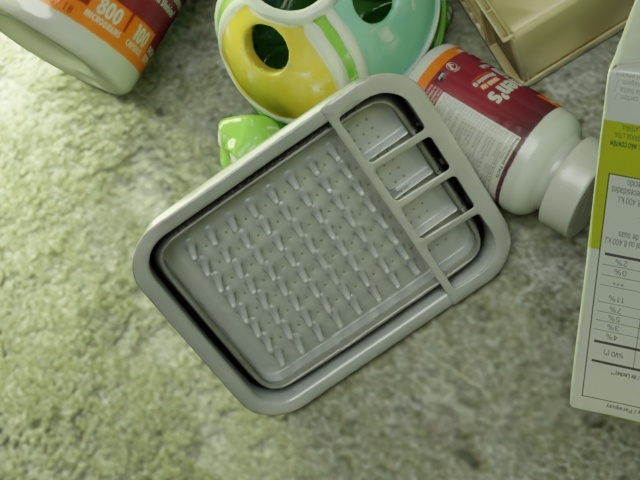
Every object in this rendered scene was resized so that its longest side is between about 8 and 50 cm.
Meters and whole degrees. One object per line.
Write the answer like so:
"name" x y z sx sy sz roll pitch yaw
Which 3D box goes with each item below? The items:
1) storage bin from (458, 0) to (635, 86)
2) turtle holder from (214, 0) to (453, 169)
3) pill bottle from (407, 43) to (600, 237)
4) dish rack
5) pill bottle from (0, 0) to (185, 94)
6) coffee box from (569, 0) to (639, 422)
"storage bin" 0.253 -0.348 1.480 0.262 0.123 0.260 -31 68 5
"turtle holder" -0.018 -0.226 1.460 0.320 0.227 0.243 -40 69 1
"pill bottle" 0.190 -0.102 1.424 0.221 0.121 0.121 34 85 21
"dish rack" 0.000 0.000 1.394 0.333 0.285 0.072 -35 34 3
"pill bottle" -0.214 -0.384 1.563 0.224 0.224 0.392 27 84 21
"coffee box" 0.419 -0.044 1.167 0.338 0.334 0.338 10 35 17
